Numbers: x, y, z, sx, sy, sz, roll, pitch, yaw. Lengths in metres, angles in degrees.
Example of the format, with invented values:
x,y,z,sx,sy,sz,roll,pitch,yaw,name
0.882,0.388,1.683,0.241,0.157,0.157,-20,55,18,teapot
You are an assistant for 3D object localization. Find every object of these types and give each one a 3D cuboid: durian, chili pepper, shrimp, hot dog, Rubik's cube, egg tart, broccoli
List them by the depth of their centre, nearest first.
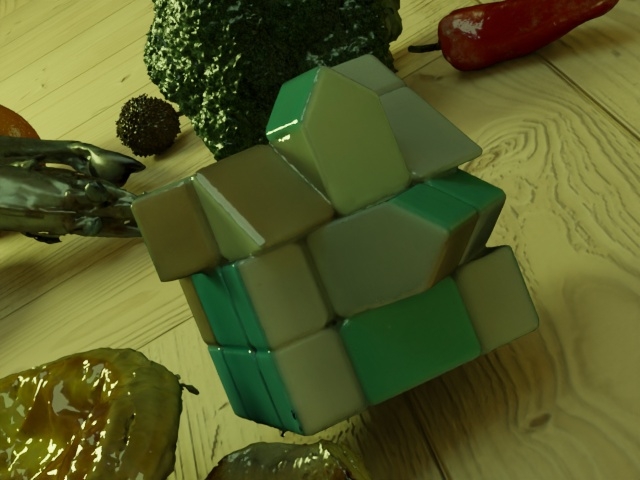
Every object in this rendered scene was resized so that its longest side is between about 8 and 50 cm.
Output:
x,y,z,sx,sy,sz,roll,pitch,yaw,name
-0.007,0.161,0.897,0.169,0.078,0.061,-5,-3,44,hot dog
0.000,0.000,0.948,0.224,0.213,0.265,-22,5,-19,Rubik's cube
-0.213,0.213,0.966,0.341,0.132,0.341,-26,26,14,egg tart
0.185,-0.206,1.364,0.272,0.063,0.071,-10,32,46,chili pepper
-0.028,-0.229,1.446,0.304,0.321,0.283,7,13,41,broccoli
-0.307,-0.067,1.574,0.360,0.085,0.247,14,24,29,shrimp
-0.199,-0.139,1.682,0.091,0.080,0.080,-23,23,-9,durian

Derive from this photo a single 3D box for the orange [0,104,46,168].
x,y,z,sx,sy,sz,roll,pitch,yaw,name
-0.442,-0.093,1.779,0.193,0.161,0.193,-26,17,8,orange
